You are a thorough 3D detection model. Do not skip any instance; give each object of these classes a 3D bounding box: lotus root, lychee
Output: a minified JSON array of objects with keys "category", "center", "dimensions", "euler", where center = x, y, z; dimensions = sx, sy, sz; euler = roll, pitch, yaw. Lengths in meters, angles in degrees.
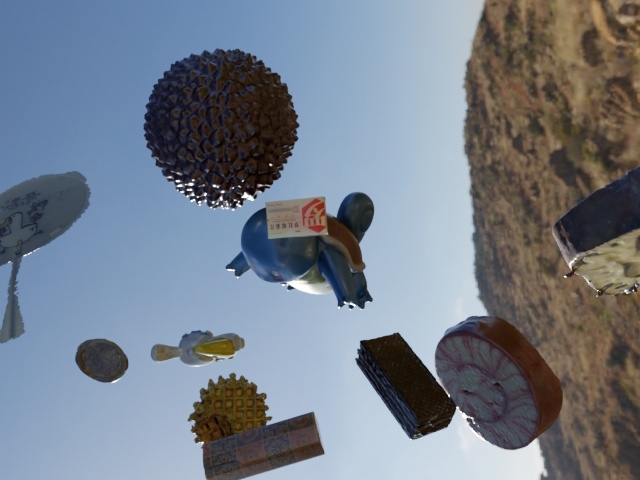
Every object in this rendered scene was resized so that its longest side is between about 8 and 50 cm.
[{"category":"lotus root","center":[0.340,-0.010,0.673],"dimensions":[0.260,0.170,0.074],"euler":[127,138,-55]},{"category":"lychee","center":[-0.188,-0.217,1.217],"dimensions":[0.330,0.306,0.306],"euler":[-135,29,-66]}]

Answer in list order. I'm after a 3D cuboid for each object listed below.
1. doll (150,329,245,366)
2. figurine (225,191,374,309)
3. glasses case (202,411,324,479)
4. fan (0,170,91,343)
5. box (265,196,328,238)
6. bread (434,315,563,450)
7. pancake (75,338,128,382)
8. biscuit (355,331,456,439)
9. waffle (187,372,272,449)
[{"category":"doll","center":[-0.362,0.330,1.954],"dimensions":[0.237,0.252,0.111],"euler":[17,-112,-79]},{"category":"figurine","center":[-0.005,0.035,1.303],"dimensions":[0.416,0.298,0.242],"euler":[-16,-55,-57]},{"category":"glasses case","center":[-0.107,0.385,1.177],"dimensions":[0.075,0.218,0.049],"euler":[-108,2,-58]},{"category":"fan","center":[-0.454,0.014,0.954],"dimensions":[0.414,0.233,0.012],"euler":[-115,4,-50]},{"category":"box","center":[-0.036,-0.034,0.967],"dimensions":[0.015,0.093,0.058],"euler":[3,-98,-79]},{"category":"bread","center":[0.430,0.343,1.557],"dimensions":[0.114,0.295,0.327],"euler":[-25,-102,-34]},{"category":"pancake","center":[-0.453,0.248,1.312],"dimensions":[0.011,0.115,0.114],"euler":[-80,-22,-69]},{"category":"biscuit","center":[0.176,0.302,1.357],"dimensions":[0.252,0.106,0.070],"euler":[52,141,43]},{"category":"waffle","center":[-0.215,0.425,1.530],"dimensions":[0.193,0.070,0.197],"euler":[34,-119,-19]}]
